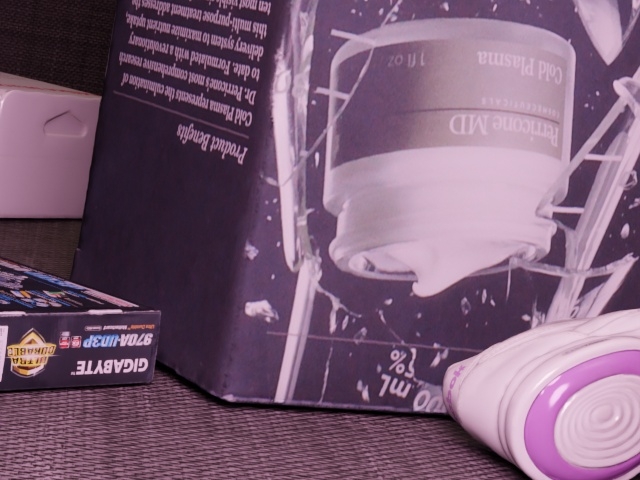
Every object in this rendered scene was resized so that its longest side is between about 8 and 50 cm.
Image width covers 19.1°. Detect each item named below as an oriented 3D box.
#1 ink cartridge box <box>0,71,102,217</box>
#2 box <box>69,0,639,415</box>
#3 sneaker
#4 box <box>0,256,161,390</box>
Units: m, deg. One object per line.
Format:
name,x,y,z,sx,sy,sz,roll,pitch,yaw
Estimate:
ink cartridge box,-0.381,-0.112,1.919,0.306,0.131,0.226,16,9,30
box,0.114,-0.131,1.374,0.480,0.472,0.297,6,10,-29
sneaker,0.218,0.075,1.213,0.305,0.114,0.152,-7,10,-28
box,-0.239,0.043,1.208,0.220,0.051,0.175,16,9,40
